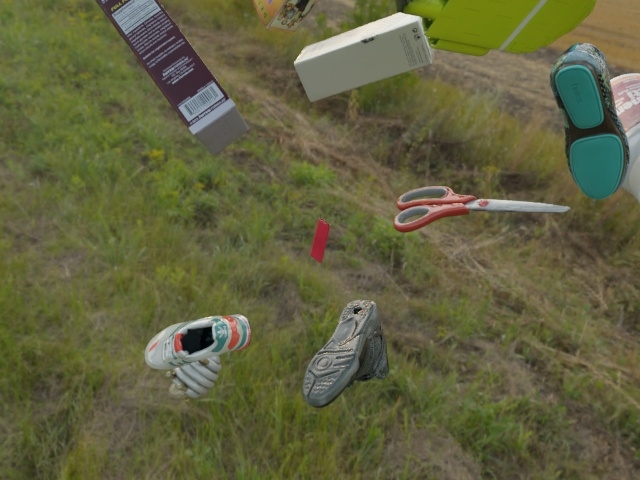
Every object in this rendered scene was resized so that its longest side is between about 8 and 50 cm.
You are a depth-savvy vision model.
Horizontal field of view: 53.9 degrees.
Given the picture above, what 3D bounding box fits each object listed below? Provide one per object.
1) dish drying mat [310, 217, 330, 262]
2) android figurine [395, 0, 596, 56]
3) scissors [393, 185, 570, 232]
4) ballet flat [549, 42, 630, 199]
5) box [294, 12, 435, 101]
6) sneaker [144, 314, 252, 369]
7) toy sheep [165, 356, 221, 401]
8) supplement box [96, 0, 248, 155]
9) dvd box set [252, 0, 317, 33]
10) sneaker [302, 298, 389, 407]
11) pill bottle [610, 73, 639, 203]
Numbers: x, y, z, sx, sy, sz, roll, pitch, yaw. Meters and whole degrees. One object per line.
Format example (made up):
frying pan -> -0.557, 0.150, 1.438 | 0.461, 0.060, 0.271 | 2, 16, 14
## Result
dish drying mat -> 0.000, 0.000, 1.186 | 0.008, 0.083, 0.032 | -18, 42, -41
android figurine -> 0.245, -0.325, 0.817 | 0.272, 0.248, 0.056 | 1, 67, -18
scissors -> 0.245, -0.063, 0.992 | 0.297, 0.021, 0.109 | -8, 35, 35
ballet flat -> 0.299, -0.131, 0.688 | 0.070, 0.188, 0.070 | -17, 39, 14
box -> 0.093, -0.385, 1.303 | 0.275, 0.094, 0.113 | -13, 33, 22
sneaker -> -0.167, 0.123, 0.772 | 0.161, 0.057, 0.075 | -16, -15, 25
toy sheep -> -0.221, 0.231, 1.123 | 0.132, 0.091, 0.091 | -47, 45, -6
supplement box -> -0.206, -0.246, 0.892 | 0.073, 0.239, 0.130 | -36, -5, -1
dvd box set -> 0.004, -0.531, 0.814 | 0.062, 0.420, 0.308 | -4, 62, -41
sneaker -> 0.053, 0.212, 1.033 | 0.087, 0.130, 0.227 | -8, 27, 30
pill bottle -> 0.452, -0.134, 0.865 | 0.121, 0.121, 0.221 | 5, 36, 1
